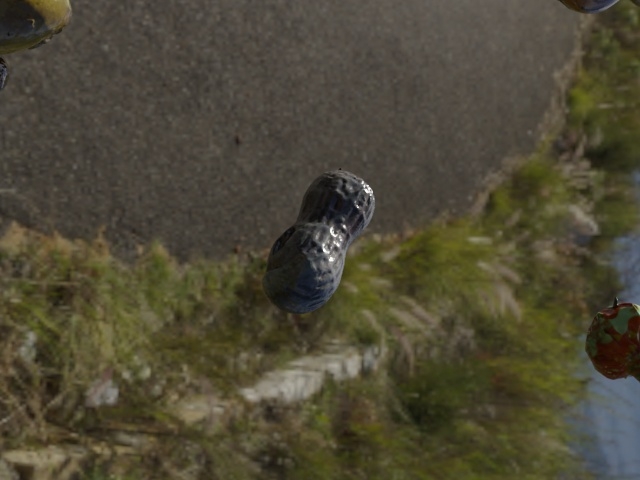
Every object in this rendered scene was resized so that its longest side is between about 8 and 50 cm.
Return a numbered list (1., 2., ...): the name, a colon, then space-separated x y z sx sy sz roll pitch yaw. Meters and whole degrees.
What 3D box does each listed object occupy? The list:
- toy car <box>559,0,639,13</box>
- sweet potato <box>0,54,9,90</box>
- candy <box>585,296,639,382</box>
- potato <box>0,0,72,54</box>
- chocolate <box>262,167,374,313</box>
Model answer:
1. toy car: 0.407 -0.455 1.376 0.271 0.240 0.340 33 53 -41
2. sweet potato: -0.440 -0.215 1.278 0.078 0.255 0.058 -53 133 -27
3. candy: 0.223 0.106 0.686 0.184 0.049 0.055 -110 -144 -53
4. potato: -0.607 -0.438 1.995 0.229 0.266 0.229 -174 -90 -82
5. chocolate: 0.000 0.000 1.448 0.248 0.110 0.110 -59 144 -30
